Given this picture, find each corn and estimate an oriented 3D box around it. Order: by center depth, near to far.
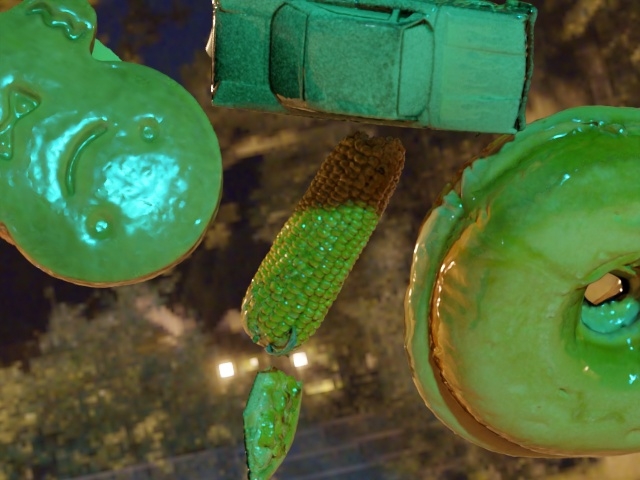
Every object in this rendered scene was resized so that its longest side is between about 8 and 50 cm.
[{"bbox_3d":[0.000,0.000,1.634,0.106,0.293,0.106,26,14,-7],"label":"corn"}]

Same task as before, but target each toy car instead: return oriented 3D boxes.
[{"bbox_3d":[0.045,-0.175,1.389,0.320,0.141,0.097,8,22,12],"label":"toy car"}]

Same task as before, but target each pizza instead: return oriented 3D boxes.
[{"bbox_3d":[-0.055,0.214,1.702,0.035,0.099,0.160,-2,43,23],"label":"pizza"}]

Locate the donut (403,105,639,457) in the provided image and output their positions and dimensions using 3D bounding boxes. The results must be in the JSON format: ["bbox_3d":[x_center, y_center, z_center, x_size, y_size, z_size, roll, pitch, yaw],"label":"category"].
[{"bbox_3d":[0.302,0.055,1.529,0.449,0.449,0.198,-11,26,-8],"label":"donut"}]

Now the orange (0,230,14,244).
[{"bbox_3d":[-0.281,-0.087,1.425,0.161,0.193,0.193,14,5,24],"label":"orange"}]

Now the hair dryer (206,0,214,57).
[{"bbox_3d":[-0.070,-0.289,1.973,0.199,0.067,0.167,25,-37,-24],"label":"hair dryer"}]

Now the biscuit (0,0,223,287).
[{"bbox_3d":[-0.258,-0.093,1.282,0.355,0.275,0.052,29,-13,1],"label":"biscuit"}]

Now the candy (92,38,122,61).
[{"bbox_3d":[-0.364,-0.147,1.884,0.132,0.142,0.343,33,-31,-13],"label":"candy"}]
